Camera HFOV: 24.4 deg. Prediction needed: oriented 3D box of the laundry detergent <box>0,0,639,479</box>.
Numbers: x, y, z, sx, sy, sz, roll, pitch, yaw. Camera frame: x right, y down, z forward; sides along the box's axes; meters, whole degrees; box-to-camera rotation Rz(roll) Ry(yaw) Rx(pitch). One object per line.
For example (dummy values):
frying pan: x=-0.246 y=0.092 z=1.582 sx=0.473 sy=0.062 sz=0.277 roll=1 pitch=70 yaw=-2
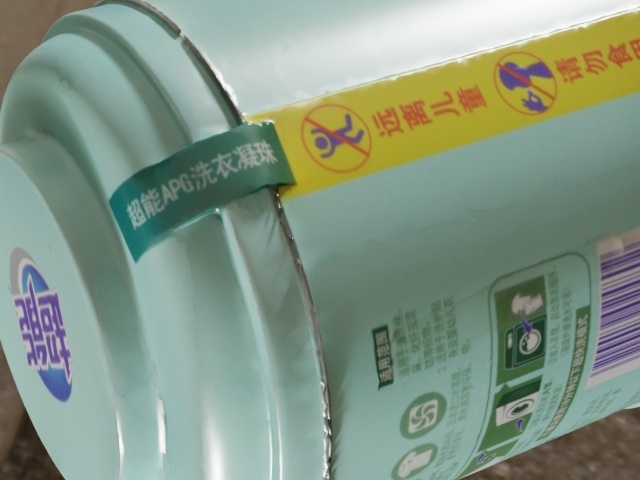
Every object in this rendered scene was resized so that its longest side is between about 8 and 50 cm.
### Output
laundry detergent: x=0.000 y=0.000 z=0.755 sx=0.287 sy=0.305 sz=0.287 roll=41 pitch=140 yaw=47
